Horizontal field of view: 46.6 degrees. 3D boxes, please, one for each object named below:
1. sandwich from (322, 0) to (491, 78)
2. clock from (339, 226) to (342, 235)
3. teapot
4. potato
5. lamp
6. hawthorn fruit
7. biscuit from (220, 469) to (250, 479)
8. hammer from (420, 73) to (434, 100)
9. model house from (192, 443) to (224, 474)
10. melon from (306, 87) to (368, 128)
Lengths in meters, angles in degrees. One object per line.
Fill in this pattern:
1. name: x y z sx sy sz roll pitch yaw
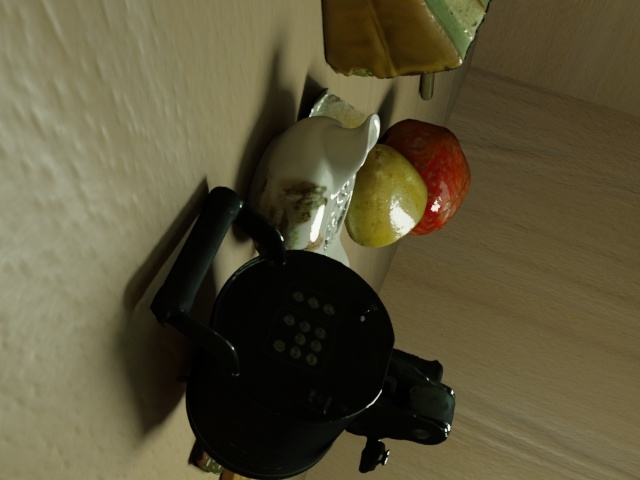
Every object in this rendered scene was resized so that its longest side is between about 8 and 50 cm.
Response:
1. sandwich: 0.074 -0.334 0.968 0.198 0.227 0.155 44 62 -39
2. clock: 0.000 0.000 1.341 0.236 0.053 0.236 21 90 -79
3. teapot: -0.009 -0.047 0.962 0.204 0.139 0.298 -64 168 -45
4. potato: 0.108 -0.114 1.453 0.203 0.178 0.158 -54 141 -23
5. lamp: -0.055 0.149 0.866 0.272 0.374 0.205 -35 -153 46
6. hawthorn fruit: 0.214 -0.139 1.674 0.258 0.258 0.261 83 8 -68
7. biscuit: -0.121 0.363 1.425 0.202 0.044 0.288 68 45 -75
8. hammer: 0.299 -0.502 1.990 0.440 0.044 0.168 75 35 -72
9. model house: -0.064 0.255 1.197 0.207 0.154 0.293 82 28 -66
10. melon: 0.024 -0.151 1.085 0.139 0.093 0.202 -71 178 -47
